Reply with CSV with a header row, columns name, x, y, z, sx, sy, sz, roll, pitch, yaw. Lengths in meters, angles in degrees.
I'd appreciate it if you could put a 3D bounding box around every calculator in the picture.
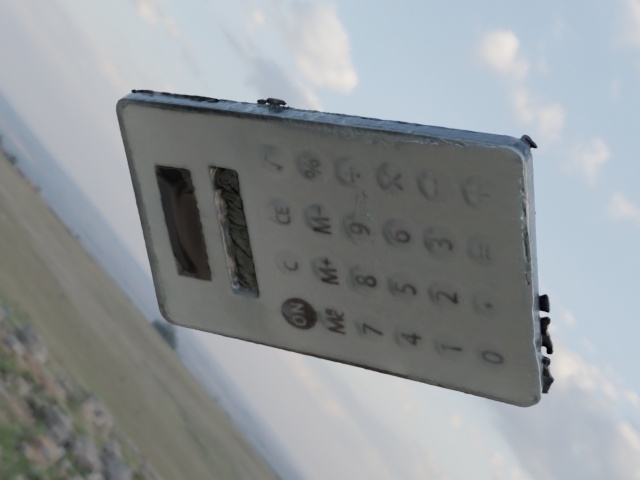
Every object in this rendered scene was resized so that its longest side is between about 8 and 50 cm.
name,x,y,z,sx,sy,sz,roll,pitch,yaw
calculator,0.000,0.000,0.704,0.262,0.021,0.161,9,-57,30
